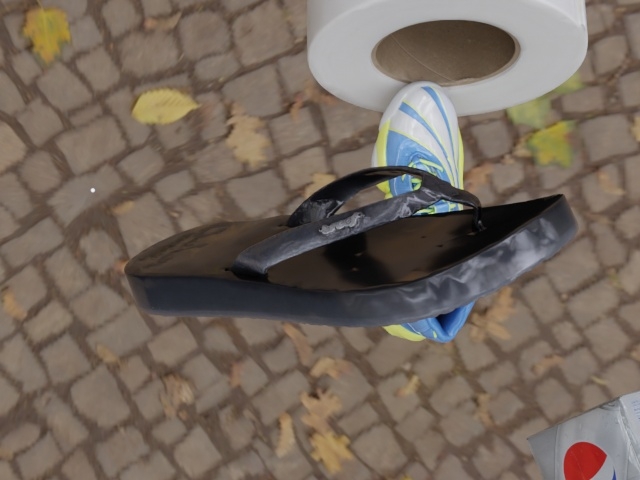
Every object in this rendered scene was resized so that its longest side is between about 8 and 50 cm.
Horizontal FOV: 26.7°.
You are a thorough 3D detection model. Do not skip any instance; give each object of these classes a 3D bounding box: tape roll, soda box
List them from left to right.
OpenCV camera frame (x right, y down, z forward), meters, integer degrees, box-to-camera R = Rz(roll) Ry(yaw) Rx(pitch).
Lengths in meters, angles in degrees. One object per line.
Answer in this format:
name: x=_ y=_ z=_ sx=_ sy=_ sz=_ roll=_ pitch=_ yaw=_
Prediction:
tape roll: x=0.108 y=-0.235 z=1.196 sx=0.246 sy=0.246 sz=0.169 roll=3 pitch=70 yaw=-10
soda box: x=0.287 y=0.137 z=0.956 sx=0.286 sy=0.098 sz=0.091 roll=-10 pitch=72 yaw=-38

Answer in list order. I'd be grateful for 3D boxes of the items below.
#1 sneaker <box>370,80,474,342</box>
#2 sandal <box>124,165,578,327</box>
sneaker: x=0.108 y=-0.018 z=1.209 sx=0.091 sy=0.126 sz=0.240 roll=-7 pitch=108 yaw=-27
sandal: x=-0.001 y=0.000 z=0.662 sx=0.255 sy=0.097 sz=0.054 roll=-5 pitch=111 yaw=34
